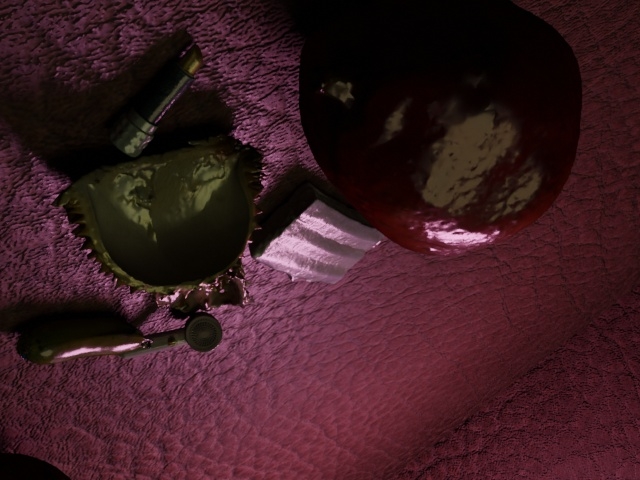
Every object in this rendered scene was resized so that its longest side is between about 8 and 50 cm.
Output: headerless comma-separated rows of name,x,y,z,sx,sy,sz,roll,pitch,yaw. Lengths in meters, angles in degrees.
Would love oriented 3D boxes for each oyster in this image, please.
oyster,-0.135,0.054,1.181,0.105,0.056,0.177,-31,157,17

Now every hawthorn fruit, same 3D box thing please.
hawthorn fruit,0.099,-0.128,0.934,0.307,0.265,0.265,13,128,-42

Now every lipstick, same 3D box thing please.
lipstick,-0.143,-0.128,0.878,0.116,0.037,0.037,-46,154,12

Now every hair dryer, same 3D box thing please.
hair dryer,-0.194,0.126,1.235,0.137,0.047,0.082,-13,-178,-10

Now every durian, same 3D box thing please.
durian,-0.144,-0.026,0.952,0.252,0.144,0.139,-17,137,-31

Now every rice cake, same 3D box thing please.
rice cake,0.000,0.000,1.273,0.127,0.043,0.237,-42,154,16

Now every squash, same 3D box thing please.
squash,-0.267,0.114,1.119,0.183,0.052,0.052,3,135,-52

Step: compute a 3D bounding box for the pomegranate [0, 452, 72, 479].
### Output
pomegranate,-0.387,0.431,1.175,0.285,0.341,0.285,-27,150,-17
